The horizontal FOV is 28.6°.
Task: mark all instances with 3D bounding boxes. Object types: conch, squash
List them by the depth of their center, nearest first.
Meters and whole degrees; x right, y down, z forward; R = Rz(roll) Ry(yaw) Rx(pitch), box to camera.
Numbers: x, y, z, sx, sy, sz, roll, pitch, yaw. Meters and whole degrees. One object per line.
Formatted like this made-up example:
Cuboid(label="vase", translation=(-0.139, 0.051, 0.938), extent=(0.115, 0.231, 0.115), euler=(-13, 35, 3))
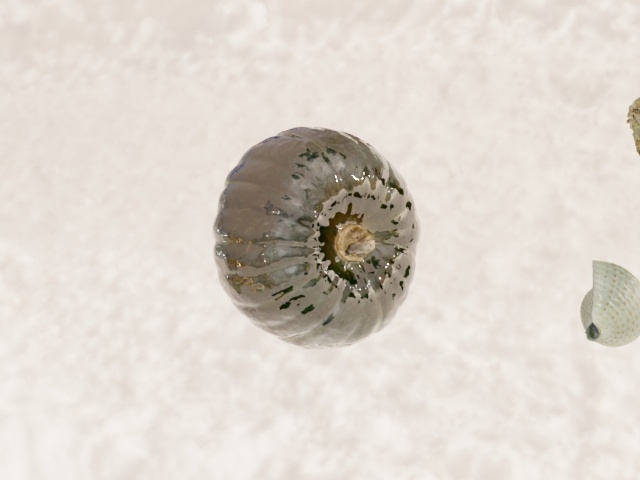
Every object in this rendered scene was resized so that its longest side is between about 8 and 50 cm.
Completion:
Cuboid(label="conch", translation=(0.242, 0.053, 1.034), extent=(0.056, 0.076, 0.085), euler=(-4, 16, 8))
Cuboid(label="squash", translation=(-0.002, -0.001, 1.209), extent=(0.172, 0.218, 0.218), euler=(-2, 31, 33))

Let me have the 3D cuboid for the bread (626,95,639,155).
Cuboid(label="bread", translation=(0.426, -0.144, 1.307), extent=(0.138, 0.102, 0.196), euler=(-20, -8, -30))
